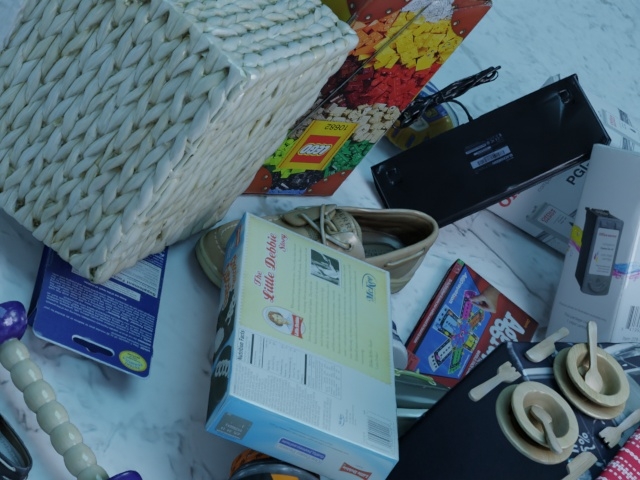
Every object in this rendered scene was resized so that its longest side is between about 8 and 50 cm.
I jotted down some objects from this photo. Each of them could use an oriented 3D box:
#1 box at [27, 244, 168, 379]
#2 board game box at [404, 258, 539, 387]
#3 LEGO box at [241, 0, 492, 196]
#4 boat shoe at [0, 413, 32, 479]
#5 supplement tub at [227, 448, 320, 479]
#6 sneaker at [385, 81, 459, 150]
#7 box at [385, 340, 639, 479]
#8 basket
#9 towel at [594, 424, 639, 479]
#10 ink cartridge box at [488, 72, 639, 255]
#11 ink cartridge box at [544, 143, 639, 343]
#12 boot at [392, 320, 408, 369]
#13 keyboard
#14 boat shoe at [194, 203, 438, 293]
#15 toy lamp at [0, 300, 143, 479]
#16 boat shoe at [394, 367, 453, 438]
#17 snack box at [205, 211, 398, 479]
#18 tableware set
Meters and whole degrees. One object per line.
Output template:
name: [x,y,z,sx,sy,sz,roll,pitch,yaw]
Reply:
box: [-0.238,0.054,1.527,0.136,0.036,0.225,25,36,-19]
board game box: [0.188,0.141,1.826,0.145,0.027,0.281,40,36,-2]
LEGO box: [-0.059,-0.364,1.841,0.193,0.372,0.500,-1,53,-43]
boat shoe: [-0.313,0.176,1.332,0.046,0.038,0.125,-15,63,-49]
supplement tub: [-0.046,0.299,1.376,0.117,0.117,0.190,24,39,-22]
sneaker: [0.081,-0.234,2.080,0.296,0.112,0.131,46,19,4]
box: [0.374,0.377,1.527,0.472,0.297,0.479,2,51,-38]
basket: [-0.189,-0.170,1.527,0.266,0.331,0.328,44,27,7]
towel: [0.343,0.279,1.333,0.199,0.031,0.275,45,37,11]
ink cartridge box: [0.402,-0.083,2.097,0.283,0.207,0.117,29,35,-15]
ink cartridge box: [0.449,0.040,1.926,0.226,0.306,0.131,9,7,-35]
boot: [0.012,0.103,1.691,0.190,0.069,0.086,25,21,-20]
keyboard: [0.219,-0.144,1.958,0.033,0.317,0.201,65,1,-72]
boat shoe: [0.000,0.000,1.734,0.341,0.110,0.121,-3,54,-43]
toy lamp: [-0.245,0.183,1.353,0.080,0.080,0.274,-17,65,-49]
boat shoe: [0.092,0.189,1.622,0.305,0.109,0.091,7,52,-32]
snack box: [-0.016,0.109,1.498,0.187,0.060,0.322,23,31,-14]
tableware set: [0.242,0.149,1.374,0.128,0.039,0.194,49,41,14]
